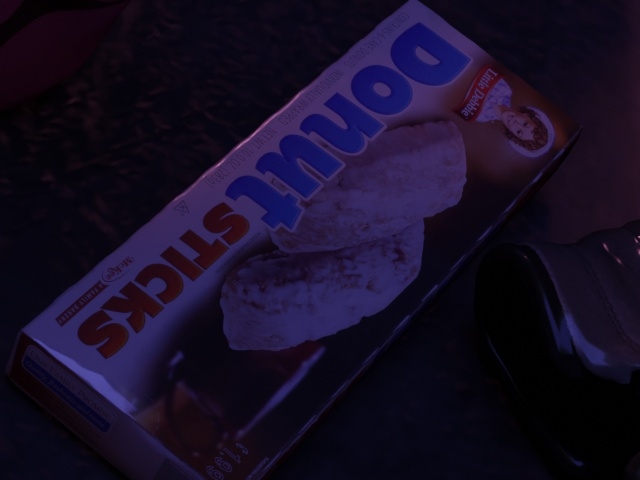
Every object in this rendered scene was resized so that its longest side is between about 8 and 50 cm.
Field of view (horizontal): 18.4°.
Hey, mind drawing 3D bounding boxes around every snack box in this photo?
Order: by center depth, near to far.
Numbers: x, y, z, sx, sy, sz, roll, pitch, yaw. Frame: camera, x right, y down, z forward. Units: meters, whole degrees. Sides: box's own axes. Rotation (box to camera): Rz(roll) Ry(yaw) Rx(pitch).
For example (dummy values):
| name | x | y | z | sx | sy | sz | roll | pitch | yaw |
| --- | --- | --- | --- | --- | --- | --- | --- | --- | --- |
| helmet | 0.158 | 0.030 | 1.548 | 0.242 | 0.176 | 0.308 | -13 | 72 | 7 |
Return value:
| name | x | y | z | sx | sy | sz | roll | pitch | yaw |
| --- | --- | --- | --- | --- | --- | --- | --- | --- | --- |
| snack box | 0.000 | 0.000 | 0.512 | 0.064 | 0.022 | 0.178 | 38 | 47 | 9 |

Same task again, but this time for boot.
| name | x | y | z | sx | sy | sz | roll | pitch | yaw |
| --- | --- | --- | --- | --- | --- | --- | --- | --- | --- |
| boot | 0.160 | 0.073 | 0.504 | 0.161 | 0.083 | 0.246 | -28 | 63 | -32 |

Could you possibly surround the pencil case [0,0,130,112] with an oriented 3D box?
| name | x | y | z | sx | sy | sz | roll | pitch | yaw |
| --- | --- | --- | --- | --- | --- | --- | --- | --- | --- |
| pencil case | -0.061 | -0.108 | 0.445 | 0.098 | 0.209 | 0.095 | 29 | 51 | -16 |
